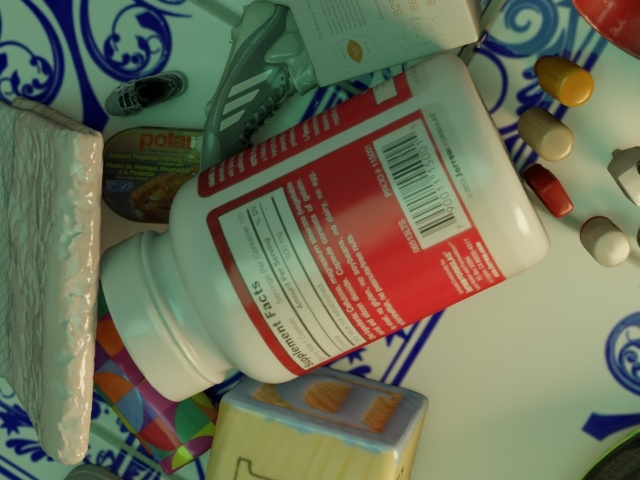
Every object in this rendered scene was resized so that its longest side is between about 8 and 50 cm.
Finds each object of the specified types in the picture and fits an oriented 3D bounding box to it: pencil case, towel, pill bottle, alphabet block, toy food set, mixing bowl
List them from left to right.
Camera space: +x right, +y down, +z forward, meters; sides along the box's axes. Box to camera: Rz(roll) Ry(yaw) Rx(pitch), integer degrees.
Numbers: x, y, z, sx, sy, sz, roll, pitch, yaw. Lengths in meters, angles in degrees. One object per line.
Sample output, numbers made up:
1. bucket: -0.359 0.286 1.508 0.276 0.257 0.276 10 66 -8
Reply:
1. towel: -0.295 0.027 1.564 0.053 0.317 0.331 -2 104 -25
2. pencil case: -0.199 0.151 1.661 0.104 0.104 0.236 -39 91 18
3. alphabet block: -0.010 0.255 1.586 0.193 0.192 0.197 16 104 12
4. pill bottle: 0.000 0.000 1.480 0.408 0.229 0.229 -25 95 9
5. toy food set: 0.269 -0.071 1.512 0.111 0.104 0.232 -37 109 5
6. mixing bowl: 0.337 -0.243 1.418 0.181 0.181 0.098 29 80 6

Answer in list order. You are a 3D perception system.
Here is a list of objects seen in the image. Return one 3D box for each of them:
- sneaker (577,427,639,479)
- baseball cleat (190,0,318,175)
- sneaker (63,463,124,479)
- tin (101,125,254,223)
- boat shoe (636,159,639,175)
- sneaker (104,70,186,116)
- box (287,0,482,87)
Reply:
1. sneaker: 0.465 0.264 1.461 0.483 0.202 0.185 -11 98 16
2. baseball cleat: -0.062 -0.148 1.552 0.109 0.072 0.205 15 89 12
3. sneaker: -0.189 0.368 1.666 0.293 0.169 0.108 26 105 6
4. tin: -0.152 -0.072 1.631 0.190 0.040 0.106 5 107 13
5. boat shoe: 0.360 -0.106 1.462 0.049 0.152 0.056 52 154 16
6. sneaker: -0.198 -0.157 1.606 0.098 0.069 0.038 -21 96 17
7. box: 0.061 -0.248 1.495 0.170 0.091 0.130 -14 116 16
